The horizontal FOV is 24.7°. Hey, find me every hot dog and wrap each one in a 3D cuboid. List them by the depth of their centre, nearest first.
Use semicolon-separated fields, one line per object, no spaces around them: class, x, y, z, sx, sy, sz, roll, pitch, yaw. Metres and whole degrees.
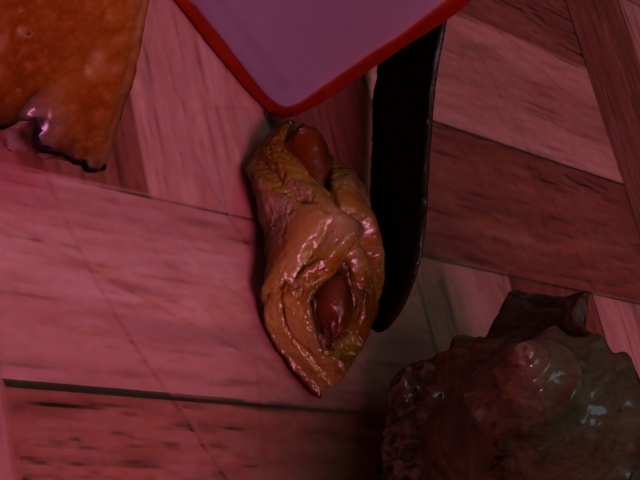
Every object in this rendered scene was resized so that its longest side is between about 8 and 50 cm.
hot dog;0.001;0.000;0.807;0.078;0.061;0.168;14;56;-45

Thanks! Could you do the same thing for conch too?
conch;0.118;0.124;0.798;0.178;0.163;0.245;-58;145;-35

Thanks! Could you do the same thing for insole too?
insole;0.053;-0.092;0.900;0.007;0.111;0.327;16;60;-15

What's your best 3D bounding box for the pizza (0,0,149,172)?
pizza;-0.193;-0.164;0.551;0.278;0.114;0.408;-46;132;-15

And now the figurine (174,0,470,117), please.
figurine;0.004;-0.221;0.908;0.183;0.160;0.226;52;27;-15
